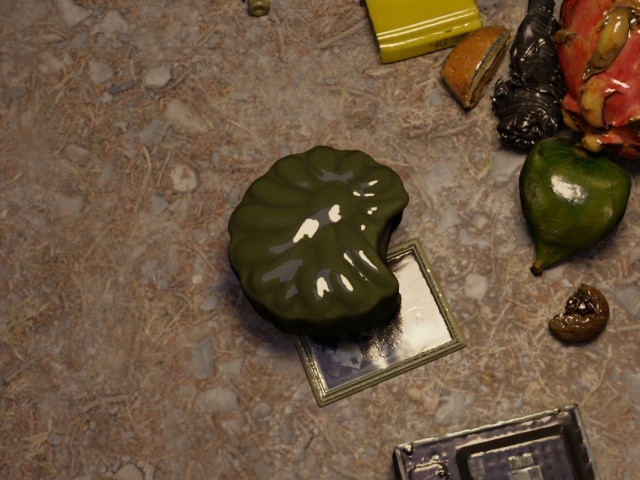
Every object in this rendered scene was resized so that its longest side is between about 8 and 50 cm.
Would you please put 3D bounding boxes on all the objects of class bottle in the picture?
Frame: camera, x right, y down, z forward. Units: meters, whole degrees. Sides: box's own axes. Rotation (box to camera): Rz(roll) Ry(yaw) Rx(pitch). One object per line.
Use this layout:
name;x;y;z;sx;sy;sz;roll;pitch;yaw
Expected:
bottle;-0.134;-0.525;1.860;0.063;0.047;0.101;-5;71;-3

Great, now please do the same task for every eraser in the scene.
eraser;0.204;-0.458;1.782;0.226;0.069;0.157;-15;70;3

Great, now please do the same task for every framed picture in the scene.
framed picture;0.090;0.146;1.640;0.296;0.019;0.232;-23;72;0

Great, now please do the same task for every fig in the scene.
fig;0.441;-0.050;1.599;0.203;0.235;0.203;9;34;-6

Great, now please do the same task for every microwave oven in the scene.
microwave oven;0.278;0.394;1.429;0.295;0.237;0.181;-13;73;-1

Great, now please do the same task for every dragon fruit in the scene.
dragon fruit;0.528;-0.270;1.516;0.296;0.314;0.262;18;102;-13

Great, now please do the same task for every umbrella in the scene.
umbrella;0.411;-0.338;1.678;0.128;0.154;0.336;23;75;-27

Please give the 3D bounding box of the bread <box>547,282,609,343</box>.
bread;0.466;0.133;1.572;0.082;0.060;0.113;37;80;19

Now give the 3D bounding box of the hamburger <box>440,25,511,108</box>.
hamburger;0.288;-0.350;1.721;0.102;0.087;0.176;28;90;16

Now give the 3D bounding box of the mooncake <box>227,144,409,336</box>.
mooncake;0.000;0.000;1.599;0.352;0.187;0.351;-3;69;9
